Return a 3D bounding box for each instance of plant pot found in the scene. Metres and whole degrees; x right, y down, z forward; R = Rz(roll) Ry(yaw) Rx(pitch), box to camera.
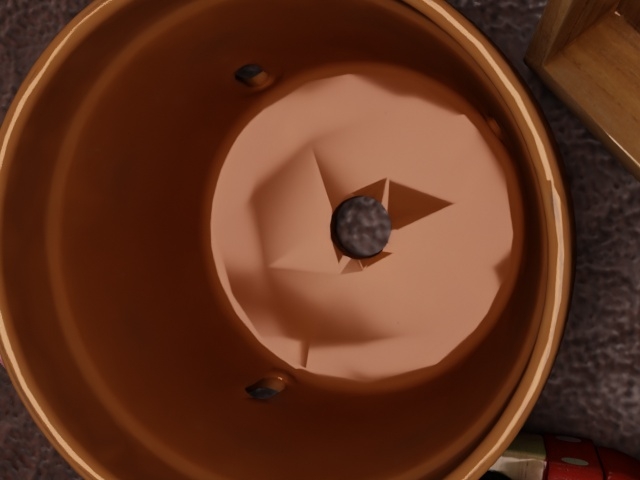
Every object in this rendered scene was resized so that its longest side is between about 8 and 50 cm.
[{"bbox_3d":[0.000,0.000,0.975,0.290,0.203,0.291,1,94,16],"label":"plant pot"}]

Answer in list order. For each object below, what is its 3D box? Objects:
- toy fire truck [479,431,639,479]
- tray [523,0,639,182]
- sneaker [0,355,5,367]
[{"bbox_3d":[0.167,0.226,0.984,0.246,0.158,0.217,8,96,3],"label":"toy fire truck"},{"bbox_3d":[0.222,-0.124,0.808,0.076,0.411,0.203,-38,76,-19],"label":"tray"},{"bbox_3d":[-0.192,0.047,1.113,0.070,0.051,0.134,-23,84,18],"label":"sneaker"}]
